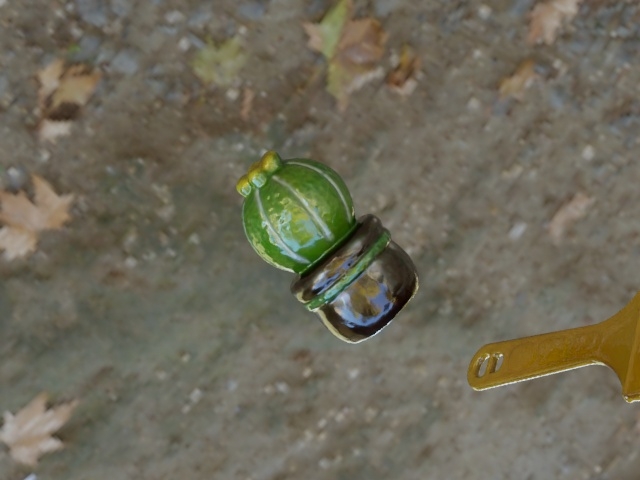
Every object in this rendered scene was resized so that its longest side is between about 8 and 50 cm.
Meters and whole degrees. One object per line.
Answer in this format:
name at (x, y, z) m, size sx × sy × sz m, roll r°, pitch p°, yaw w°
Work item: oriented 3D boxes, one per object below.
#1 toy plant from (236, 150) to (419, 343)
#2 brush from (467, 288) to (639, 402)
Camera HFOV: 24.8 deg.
toy plant at (0.000, 0.000, 1.157) m, size 0.093 × 0.162 × 0.093 m, roll -40°, pitch -172°, yaw 7°
brush at (0.196, 0.081, 1.098) m, size 0.013 × 0.272 × 0.103 m, roll 29°, pitch 65°, yaw -24°
